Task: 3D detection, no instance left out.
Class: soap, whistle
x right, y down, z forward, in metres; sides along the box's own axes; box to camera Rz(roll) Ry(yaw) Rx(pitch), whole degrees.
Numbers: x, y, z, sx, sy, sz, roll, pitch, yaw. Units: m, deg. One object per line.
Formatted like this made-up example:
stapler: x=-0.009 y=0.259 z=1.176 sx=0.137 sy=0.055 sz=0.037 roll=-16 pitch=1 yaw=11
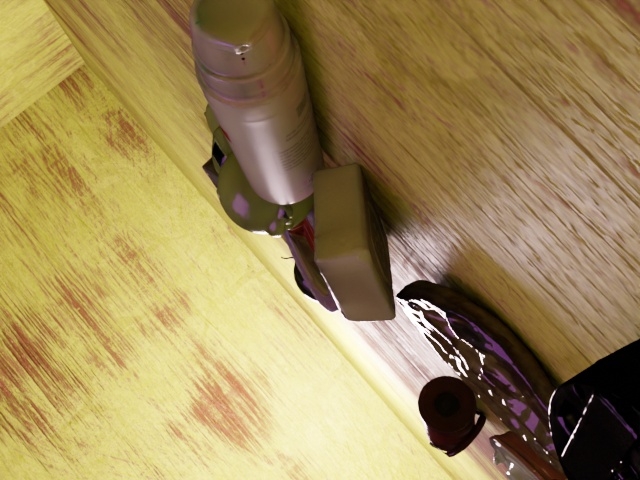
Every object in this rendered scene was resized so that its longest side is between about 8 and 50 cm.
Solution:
soap: x=0.038 y=0.010 z=0.909 sx=0.183 sy=0.064 sz=0.121 roll=62 pitch=-158 yaw=-58
whistle: x=-0.082 y=-0.111 z=1.079 sx=0.141 sy=0.141 sz=0.294 roll=56 pitch=-170 yaw=-38

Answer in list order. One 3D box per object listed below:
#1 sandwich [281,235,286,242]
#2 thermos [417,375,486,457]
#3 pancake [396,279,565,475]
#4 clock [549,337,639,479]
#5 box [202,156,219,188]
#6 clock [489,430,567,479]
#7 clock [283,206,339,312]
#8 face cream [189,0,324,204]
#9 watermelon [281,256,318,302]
sandwich: x=-0.011 y=0.021 z=1.443 sx=0.193 sy=0.058 sz=0.162 roll=47 pitch=174 yaw=1
thermos: x=0.220 y=0.308 z=1.365 sx=0.124 sy=0.099 sz=0.232 roll=41 pitch=169 yaw=24
pancake: x=0.202 y=0.154 z=0.932 sx=0.294 sy=0.049 sz=0.294 roll=46 pitch=172 yaw=8
clock: x=0.257 y=0.242 z=0.569 sx=0.276 sy=0.120 sz=0.378 roll=52 pitch=162 yaw=37
box: x=-0.207 y=-0.144 z=1.722 sx=0.063 sy=0.060 sz=0.084 roll=38 pitch=165 yaw=36
clock: x=0.353 y=0.397 z=1.224 sx=0.244 sy=0.056 sz=0.244 roll=47 pitch=171 yaw=10
clock: x=0.000 y=0.000 z=1.165 sx=0.172 sy=0.064 sz=0.198 roll=44 pitch=151 yaw=50
face cream: x=-0.059 y=-0.138 z=0.794 sx=0.102 sy=0.102 sz=0.345 roll=47 pitch=171 yaw=18
watermelon: x=-0.002 y=0.047 z=1.285 sx=0.133 sy=0.105 sz=0.105 roll=22 pitch=180 yaw=-16
